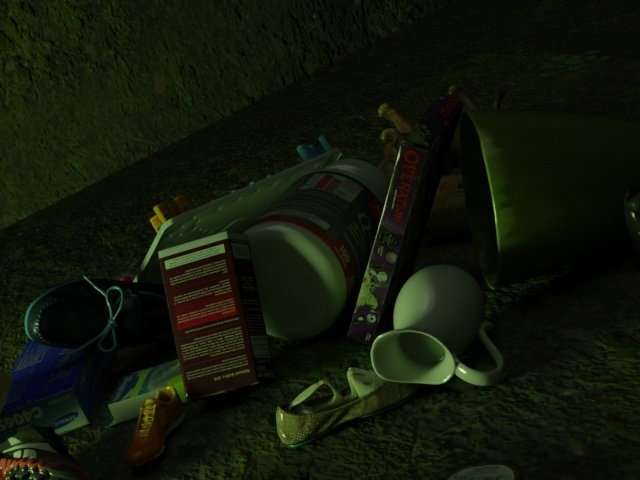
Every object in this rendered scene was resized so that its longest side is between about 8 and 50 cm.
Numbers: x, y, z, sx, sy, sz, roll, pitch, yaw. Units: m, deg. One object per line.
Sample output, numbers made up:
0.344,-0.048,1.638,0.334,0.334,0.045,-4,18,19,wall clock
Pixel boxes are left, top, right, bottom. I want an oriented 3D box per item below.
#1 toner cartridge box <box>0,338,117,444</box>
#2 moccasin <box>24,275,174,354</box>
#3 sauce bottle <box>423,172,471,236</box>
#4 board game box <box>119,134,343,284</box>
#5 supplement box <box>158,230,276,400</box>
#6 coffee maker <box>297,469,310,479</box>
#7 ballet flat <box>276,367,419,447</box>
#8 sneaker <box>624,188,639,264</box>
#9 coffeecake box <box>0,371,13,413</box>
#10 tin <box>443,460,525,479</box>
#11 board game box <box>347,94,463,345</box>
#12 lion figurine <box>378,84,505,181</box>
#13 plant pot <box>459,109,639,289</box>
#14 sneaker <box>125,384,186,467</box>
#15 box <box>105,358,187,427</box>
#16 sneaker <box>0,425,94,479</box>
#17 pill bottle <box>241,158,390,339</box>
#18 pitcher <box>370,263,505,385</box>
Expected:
-0.469,0.244,2.121,0.165,0.075,0.348,-21,17,7,toner cartridge box
-0.343,0.124,2.085,0.342,0.138,0.116,-9,16,-39,moccasin
0.316,-0.073,2.040,0.344,0.111,0.111,-8,23,37,sauce bottle
-0.183,-0.029,2.236,0.390,0.050,0.390,-26,-14,-31,board game box
-0.160,0.117,1.843,0.130,0.240,0.073,-15,-11,21,supplement box
-0.107,0.346,1.355,0.178,0.120,0.171,-15,-4,18,coffee maker
0.033,0.213,1.612,0.206,0.067,0.073,-24,16,-5,ballet flat
0.560,-0.069,1.700,0.286,0.130,0.109,-26,16,-15,sneaker
-0.576,0.298,1.906,0.185,0.068,0.142,-38,32,46,coffeecake box
0.157,0.300,1.265,0.106,0.040,0.190,-16,18,33,tin
0.130,-0.031,1.820,0.056,0.347,0.208,19,32,8,board game box
0.263,-0.187,2.377,0.392,0.142,0.240,-21,49,-18,lion figurine
0.382,-0.084,1.800,0.293,0.275,0.275,-9,18,0,plant pot
-0.256,0.278,1.777,0.064,0.067,0.175,-15,20,17,sneaker
-0.266,0.241,1.939,0.178,0.042,0.109,-18,18,11,box
-0.404,0.333,1.742,0.276,0.098,0.135,-6,26,45,sneaker
0.000,0.000,2.037,0.210,0.210,0.363,-13,19,28,pill bottle
0.181,0.124,1.642,0.177,0.126,0.207,17,30,12,pitcher
